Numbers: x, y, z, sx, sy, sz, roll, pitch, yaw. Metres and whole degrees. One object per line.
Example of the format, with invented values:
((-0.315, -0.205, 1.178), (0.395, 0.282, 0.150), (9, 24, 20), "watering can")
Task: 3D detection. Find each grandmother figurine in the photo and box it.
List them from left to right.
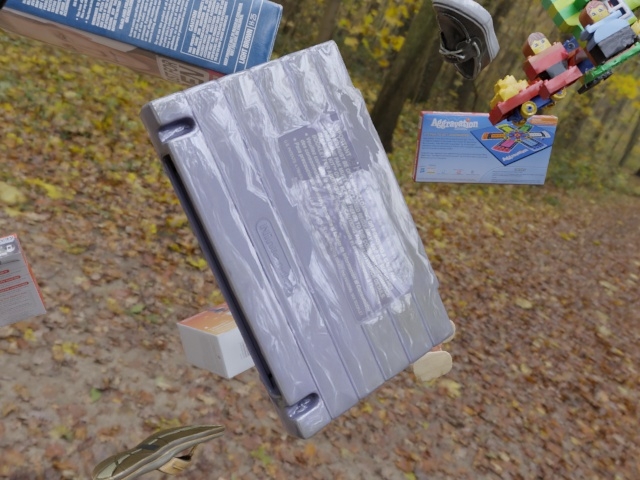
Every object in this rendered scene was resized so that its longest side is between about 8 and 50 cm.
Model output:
((0.173, 0.160, 1.260), (0.103, 0.208, 0.342), (11, 4, -11), "grandmother figurine")

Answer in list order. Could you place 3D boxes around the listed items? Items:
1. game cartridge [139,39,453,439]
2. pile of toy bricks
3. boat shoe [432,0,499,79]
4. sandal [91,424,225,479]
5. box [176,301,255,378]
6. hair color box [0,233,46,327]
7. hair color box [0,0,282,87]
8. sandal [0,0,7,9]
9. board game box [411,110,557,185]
((-0.009, -0.009, 0.642), (0.230, 0.355, 0.068), (-28, 10, -32), "game cartridge")
((0.231, -0.197, 0.537), (0.105, 0.212, 0.118), (59, -5, 8), "pile of toy bricks")
((0.344, -0.477, 1.467), (0.121, 0.119, 0.335), (32, 7, 33), "boat shoe")
((-0.196, 0.271, 0.758), (0.072, 0.049, 0.180), (-7, 5, 39), "sandal")
((-0.185, 0.194, 1.225), (0.130, 0.091, 0.170), (-22, 16, -37), "box")
((-0.559, 0.075, 1.088), (0.093, 0.167, 0.053), (-18, 50, -21), "hair color box")
((-0.234, -0.277, 0.769), (0.346, 0.105, 0.174), (15, 1, -11), "hair color box")
((-0.254, -0.202, 0.439), (0.054, 0.097, 0.254), (32, -26, -24), "sandal")
((0.334, -0.188, 1.254), (0.280, 0.145, 0.027), (1, 25, -7), "board game box")
